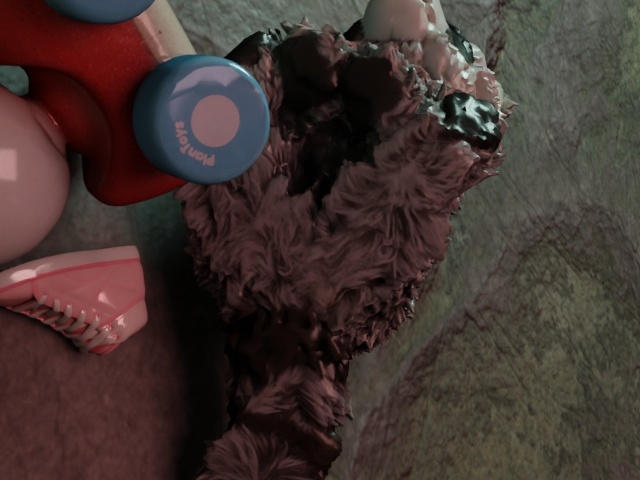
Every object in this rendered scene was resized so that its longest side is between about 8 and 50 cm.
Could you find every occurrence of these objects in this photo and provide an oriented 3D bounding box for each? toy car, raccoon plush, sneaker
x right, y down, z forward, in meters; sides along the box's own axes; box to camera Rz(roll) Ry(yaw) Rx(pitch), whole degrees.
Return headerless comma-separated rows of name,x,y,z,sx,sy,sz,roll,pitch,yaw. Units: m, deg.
toy car,-0.194,-0.076,0.711,0.238,0.219,0.210,-39,116,-15
raccoon plush,0.000,0.000,0.961,0.447,0.216,0.299,-62,169,12
sneaker,-0.164,0.044,0.796,0.134,0.051,0.070,-8,84,-55
